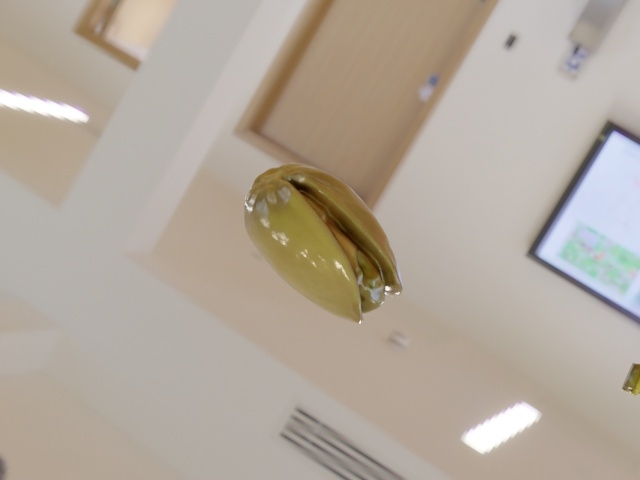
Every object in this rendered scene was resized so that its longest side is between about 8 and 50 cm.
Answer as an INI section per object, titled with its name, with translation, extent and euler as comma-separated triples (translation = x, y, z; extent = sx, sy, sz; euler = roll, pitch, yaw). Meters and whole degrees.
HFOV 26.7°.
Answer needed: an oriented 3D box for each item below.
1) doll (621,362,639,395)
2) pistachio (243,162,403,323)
[doll]
translation = 0.387, 0.168, 1.278
extent = 0.207, 0.081, 0.129
euler = 27, 177, 6
[pistachio]
translation = 0.000, 0.000, 1.554
extent = 0.215, 0.144, 0.144
euler = 50, -167, 12
